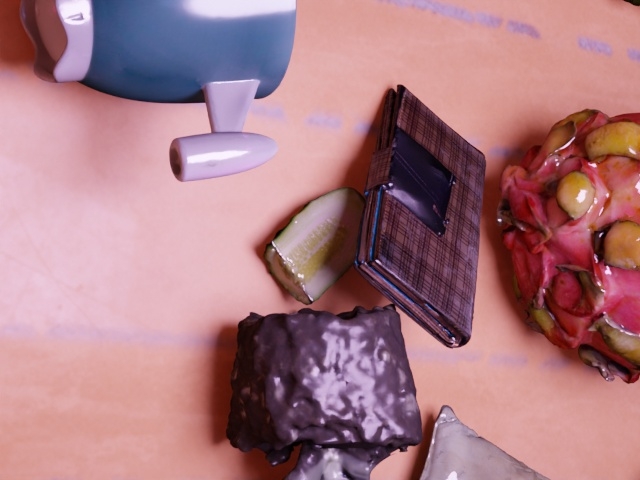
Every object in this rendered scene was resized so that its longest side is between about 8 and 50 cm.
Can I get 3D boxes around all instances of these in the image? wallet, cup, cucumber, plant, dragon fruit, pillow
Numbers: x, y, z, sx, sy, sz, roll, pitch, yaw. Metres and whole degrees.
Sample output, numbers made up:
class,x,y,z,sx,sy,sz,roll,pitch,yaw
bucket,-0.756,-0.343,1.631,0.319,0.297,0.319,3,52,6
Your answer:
class,x,y,z,sx,sy,sz,roll,pitch,yaw
wallet,0.090,-0.025,1.231,0.124,0.042,0.230,40,40,-26
cup,-0.128,-0.177,1.083,0.173,0.167,0.299,-9,67,-24
cucumber,0.000,0.000,1.231,0.107,0.035,0.067,-43,100,-33
plant,0.007,0.187,1.167,0.147,0.149,0.274,-9,92,-15
dragon fruit,0.300,-0.005,1.304,0.291,0.269,0.250,24,66,-34
pillow,0.189,0.296,1.322,0.302,0.075,0.184,34,62,-27

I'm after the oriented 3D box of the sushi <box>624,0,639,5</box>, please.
class,x,y,z,sx,sy,sz,roll,pitch,yaw
sushi,0.394,-0.365,1.420,0.352,0.178,0.294,-37,111,-32
